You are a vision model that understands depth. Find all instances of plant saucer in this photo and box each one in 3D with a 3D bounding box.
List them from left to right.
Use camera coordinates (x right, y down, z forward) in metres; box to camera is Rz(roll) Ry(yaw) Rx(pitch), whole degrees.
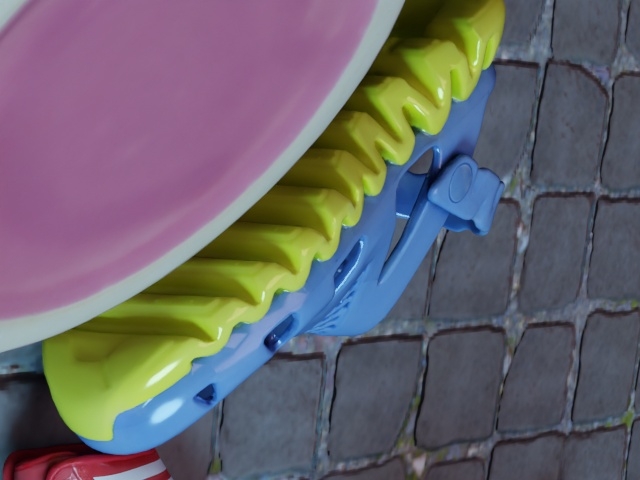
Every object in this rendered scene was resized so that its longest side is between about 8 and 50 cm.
[{"bbox_3d":[-0.080,-0.072,0.516,0.332,0.084,0.332,-37,159,-17],"label":"plant saucer"}]

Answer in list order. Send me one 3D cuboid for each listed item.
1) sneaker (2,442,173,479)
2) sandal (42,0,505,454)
[{"bbox_3d":[-0.142,0.170,0.657,0.221,0.087,0.128,-44,120,-45],"label":"sneaker"},{"bbox_3d":[0.000,0.000,0.722,0.317,0.126,0.138,-43,132,-29],"label":"sandal"}]
